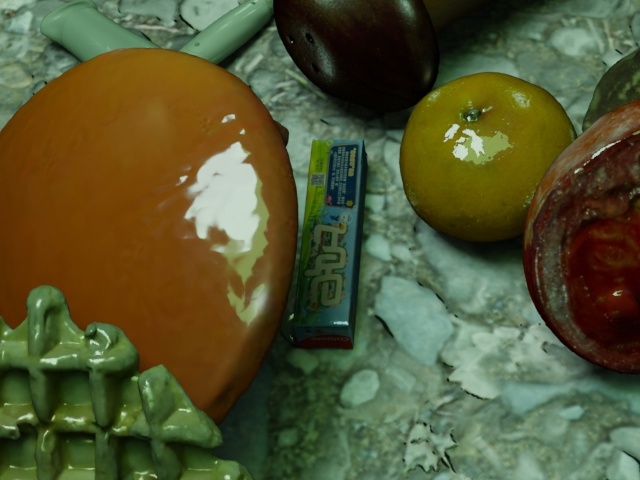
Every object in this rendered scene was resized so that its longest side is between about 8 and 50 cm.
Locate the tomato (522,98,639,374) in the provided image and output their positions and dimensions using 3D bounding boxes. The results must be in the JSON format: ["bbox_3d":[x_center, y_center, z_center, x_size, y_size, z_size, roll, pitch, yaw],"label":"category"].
[{"bbox_3d":[0.265,-0.020,1.214,0.233,0.200,0.139,-34,23,9],"label":"tomato"}]

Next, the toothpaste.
[{"bbox_3d":[0.000,0.000,1.326,0.070,0.044,0.193,0,58,9],"label":"toothpaste"}]

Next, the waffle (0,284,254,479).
[{"bbox_3d":[-0.195,0.207,1.109,0.309,0.056,0.292,44,104,-1],"label":"waffle"}]

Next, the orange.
[{"bbox_3d":[0.142,-0.075,1.298,0.156,0.124,0.156,-14,53,19],"label":"orange"}]

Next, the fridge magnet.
[{"bbox_3d":[-0.162,0.021,1.223,0.364,0.155,0.363,-12,68,32],"label":"fridge magnet"}]

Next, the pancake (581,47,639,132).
[{"bbox_3d":[0.363,-0.102,1.338,0.250,0.031,0.250,-4,58,7],"label":"pancake"}]

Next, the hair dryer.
[{"bbox_3d":[-0.126,-0.214,1.482,0.237,0.075,0.206,-33,52,-20],"label":"hair dryer"}]

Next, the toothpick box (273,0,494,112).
[{"bbox_3d":[0.093,-0.252,1.390,0.294,0.192,0.192,-39,60,-21],"label":"toothpick box"}]
